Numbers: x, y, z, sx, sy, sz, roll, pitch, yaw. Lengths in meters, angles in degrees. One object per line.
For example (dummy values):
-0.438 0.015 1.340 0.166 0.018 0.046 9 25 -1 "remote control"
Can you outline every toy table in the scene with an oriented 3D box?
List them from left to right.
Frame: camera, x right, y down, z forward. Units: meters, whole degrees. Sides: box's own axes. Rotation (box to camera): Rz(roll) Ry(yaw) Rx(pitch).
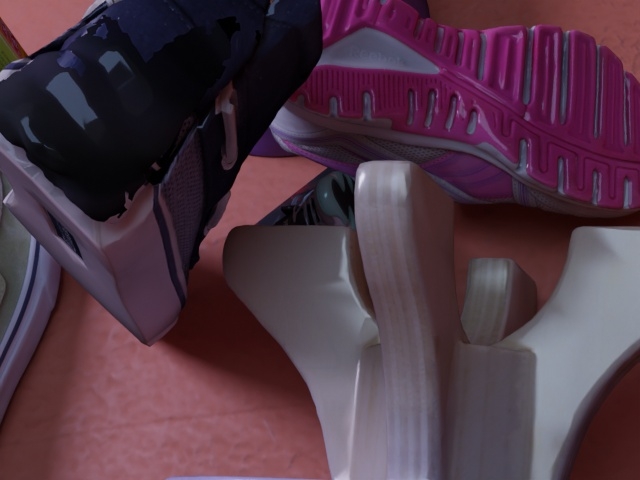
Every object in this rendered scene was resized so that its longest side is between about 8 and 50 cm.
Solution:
0.059 0.071 0.631 0.274 0.252 0.160 3 77 11 "toy table"

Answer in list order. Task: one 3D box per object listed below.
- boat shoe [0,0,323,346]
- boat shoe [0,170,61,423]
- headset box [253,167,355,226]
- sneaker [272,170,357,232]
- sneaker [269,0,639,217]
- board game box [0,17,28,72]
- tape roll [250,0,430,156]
-0.079 -0.047 0.692 0.127 0.340 0.158 45 77 0 "boat shoe"
-0.238 0.058 0.804 0.109 0.094 0.302 -2 60 16 "boat shoe"
0.000 0.000 0.802 0.083 0.032 0.062 -37 57 -8 "headset box"
-0.007 -0.009 0.735 0.069 0.098 0.038 -13 73 13 "sneaker"
0.081 -0.071 0.767 0.252 0.111 0.103 18 70 -7 "sneaker"
-0.348 -0.109 0.919 0.259 0.124 0.039 -23 55 3 "board game box"
-0.025 -0.155 0.874 0.189 0.080 0.189 -8 58 14 "tape roll"
